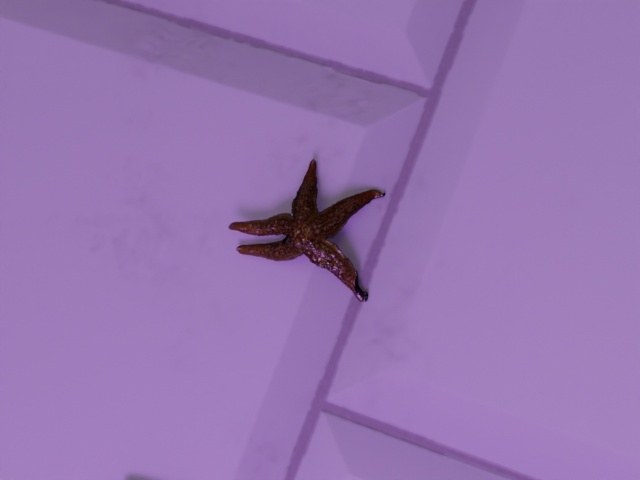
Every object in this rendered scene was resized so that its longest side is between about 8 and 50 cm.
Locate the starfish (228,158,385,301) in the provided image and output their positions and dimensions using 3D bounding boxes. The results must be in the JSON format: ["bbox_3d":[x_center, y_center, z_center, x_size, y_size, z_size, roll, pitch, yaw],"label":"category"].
[{"bbox_3d":[0.000,-0.002,1.570,0.133,0.041,0.130,-39,70,5],"label":"starfish"}]
